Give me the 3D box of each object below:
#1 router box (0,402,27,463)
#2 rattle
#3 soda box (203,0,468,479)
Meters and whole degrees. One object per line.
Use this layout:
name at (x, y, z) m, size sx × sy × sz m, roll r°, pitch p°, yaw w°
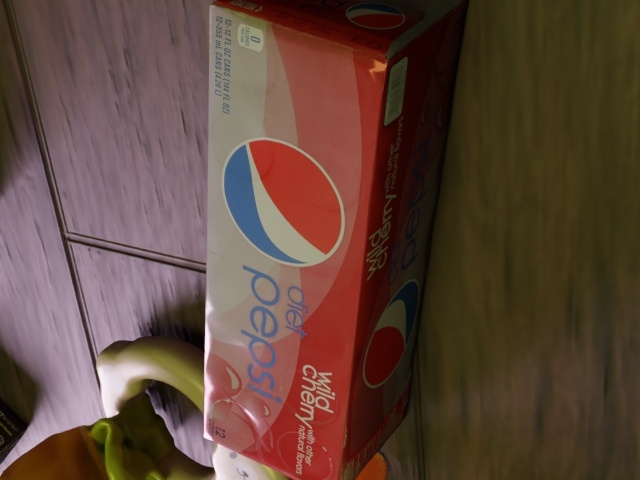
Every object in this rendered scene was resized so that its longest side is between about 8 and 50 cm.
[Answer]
router box at (-0.293, 0.152, 0.899) m, size 0.092 × 0.038 × 0.122 m, roll 45°, pitch 134°, yaw 2°
rattle at (-0.082, 0.138, 0.682) m, size 0.200 × 0.143 × 0.130 m, roll 19°, pitch 110°, yaw 31°
soda box at (0.000, 0.000, 0.566) m, size 0.092 × 0.083 × 0.263 m, roll 21°, pitch 128°, yaw 22°
